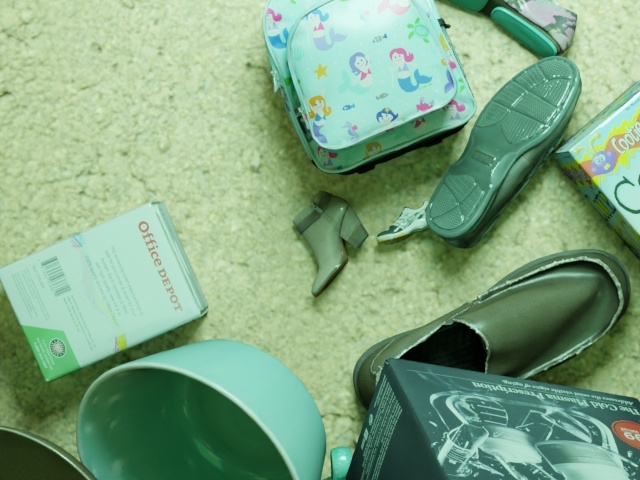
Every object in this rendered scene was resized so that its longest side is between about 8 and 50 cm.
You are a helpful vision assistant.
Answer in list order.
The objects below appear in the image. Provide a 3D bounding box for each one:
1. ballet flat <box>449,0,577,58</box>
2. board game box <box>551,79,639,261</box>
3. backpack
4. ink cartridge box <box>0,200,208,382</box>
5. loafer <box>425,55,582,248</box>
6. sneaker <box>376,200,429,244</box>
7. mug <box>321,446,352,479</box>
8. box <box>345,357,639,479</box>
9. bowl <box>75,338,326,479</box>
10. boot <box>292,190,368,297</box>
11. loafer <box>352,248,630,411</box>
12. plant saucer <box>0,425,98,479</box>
[{"bbox_3d":[0.218,-0.308,1.604,0.222,0.077,0.079,30,73,-5],"label":"ballet flat"},{"bbox_3d":[0.427,-0.046,1.566,0.144,0.142,0.275,-41,91,3],"label":"board game box"},{"bbox_3d":[0.048,-0.222,1.556,0.225,0.191,0.253,-21,86,3],"label":"backpack"},{"bbox_3d":[-0.265,0.061,1.616,0.212,0.093,0.154,-24,92,4],"label":"ink cartridge box"},{"bbox_3d":[0.231,-0.106,1.612,0.096,0.084,0.267,38,90,34],"label":"loafer"},{"bbox_3d":[0.106,-0.022,1.636,0.083,0.032,0.037,-22,78,-2],"label":"sneaker"},{"bbox_3d":[0.037,0.344,1.613,0.129,0.097,0.157,29,90,-3],"label":"mug"},{"bbox_3d":[0.241,0.302,1.440,0.343,0.312,0.178,10,113,-18],"label":"box"},{"bbox_3d":[-0.117,0.240,1.548,0.312,0.163,0.311,14,123,23],"label":"bowl"},{"bbox_3d":[0.000,0.000,1.635,0.087,0.042,0.118,39,92,6],"label":"boot"},{"bbox_3d":[0.215,0.129,1.585,0.366,0.130,0.133,-28,91,2],"label":"loafer"},{"bbox_3d":[-0.362,0.351,1.599,0.311,0.050,0.310,9,117,18],"label":"plant saucer"}]
